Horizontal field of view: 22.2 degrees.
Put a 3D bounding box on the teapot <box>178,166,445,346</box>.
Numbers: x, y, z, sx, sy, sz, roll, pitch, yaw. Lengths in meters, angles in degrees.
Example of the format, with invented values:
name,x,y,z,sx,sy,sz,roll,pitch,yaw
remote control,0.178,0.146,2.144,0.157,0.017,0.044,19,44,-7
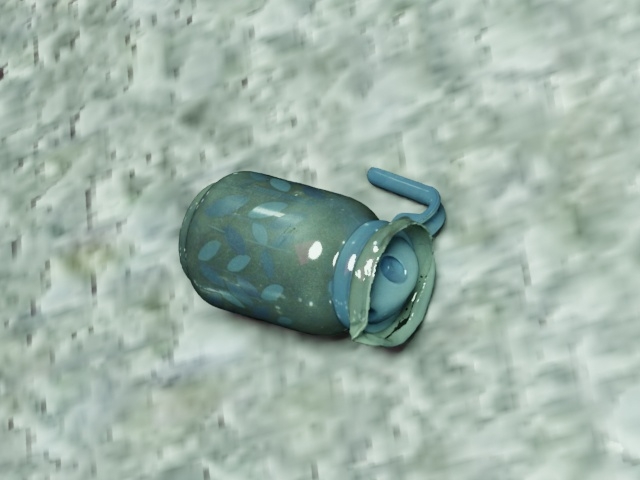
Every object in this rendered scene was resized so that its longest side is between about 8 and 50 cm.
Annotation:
name,x,y,z,sx,sy,sz,roll,pitch,yaw
teapot,-0.001,0.004,0.553,0.083,0.063,0.049,15,114,32
